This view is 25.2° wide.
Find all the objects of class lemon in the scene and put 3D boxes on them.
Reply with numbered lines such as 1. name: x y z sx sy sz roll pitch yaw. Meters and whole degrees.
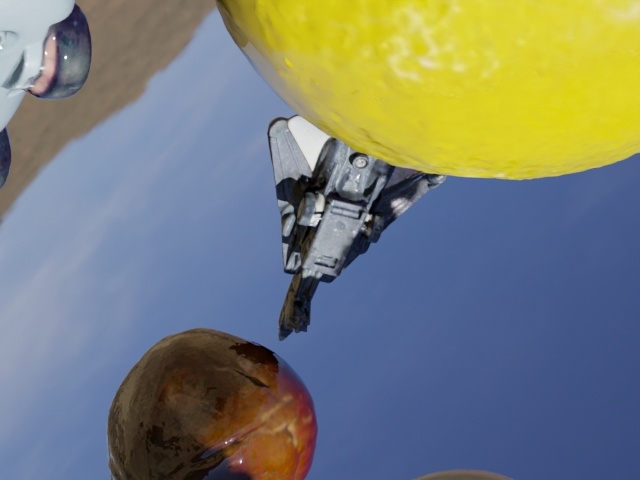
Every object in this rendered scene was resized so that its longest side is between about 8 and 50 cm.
1. lemon: 0.050 -0.138 0.563 0.219 0.240 0.240 -8 -155 11

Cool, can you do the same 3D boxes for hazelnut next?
1. hazelnut: -0.118 0.211 1.431 0.229 0.229 0.229 -44 -166 14

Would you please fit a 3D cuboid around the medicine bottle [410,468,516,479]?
1. medicine bottle: 0.155 0.416 1.478 0.202 0.315 0.202 -7 -149 4

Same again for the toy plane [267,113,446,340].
1. toy plane: 0.000 0.007 1.614 0.103 0.204 0.316 -94 -158 -59

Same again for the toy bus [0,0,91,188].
1. toy bus: -0.283 -0.149 0.878 0.194 0.232 0.288 -7 157 -36
